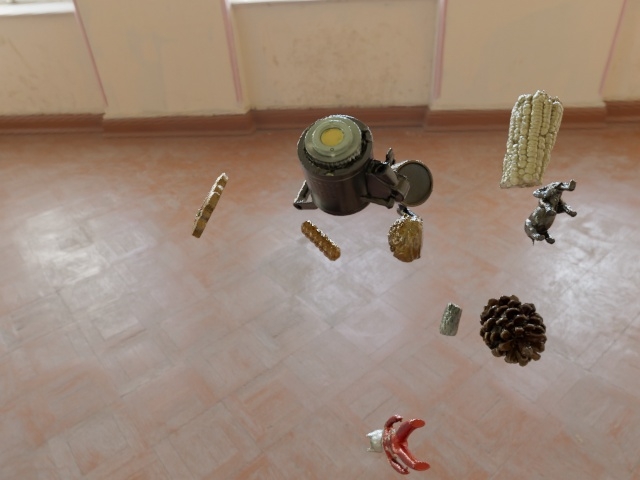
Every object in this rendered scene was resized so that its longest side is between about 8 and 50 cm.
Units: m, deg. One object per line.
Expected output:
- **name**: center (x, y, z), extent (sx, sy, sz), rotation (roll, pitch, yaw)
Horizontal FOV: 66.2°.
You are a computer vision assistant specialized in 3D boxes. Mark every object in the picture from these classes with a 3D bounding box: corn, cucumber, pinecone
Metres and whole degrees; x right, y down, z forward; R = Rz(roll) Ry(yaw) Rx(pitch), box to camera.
- **corn**: center (0.372, -0.167, 0.866), extent (0.087, 0.087, 0.210), rotation (11, 69, 20)
- **cucumber**: center (0.440, 0.265, 1.656), extent (0.064, 0.112, 0.064), rotation (12, 6, -1)
- **pinecone**: center (0.557, 0.269, 1.415), extent (0.186, 0.168, 0.212), rotation (12, 37, -9)

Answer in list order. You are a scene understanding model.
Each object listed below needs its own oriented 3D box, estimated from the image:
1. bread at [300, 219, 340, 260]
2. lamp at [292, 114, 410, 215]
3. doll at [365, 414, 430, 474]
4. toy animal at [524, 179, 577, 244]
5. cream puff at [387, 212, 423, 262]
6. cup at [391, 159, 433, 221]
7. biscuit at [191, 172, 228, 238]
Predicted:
- **bread**: center (0.000, 0.000, 1.472), extent (0.157, 0.052, 0.044), rotation (44, 47, 18)
- **lamp**: center (0.042, -0.211, 1.367), extent (0.374, 0.272, 0.205), rotation (8, 62, 36)
- **doll**: center (0.260, 0.699, 1.691), extent (0.099, 0.384, 0.188), rotation (5, 70, -16)
- **toy animal**: center (0.756, -0.100, 1.630), extent (0.115, 0.245, 0.146), rotation (31, 22, -10)
- **cream puff**: center (0.244, -0.004, 1.408), extent (0.103, 0.144, 0.126), rotation (2, 49, 15)
- **cup**: center (0.297, -0.173, 1.825), extent (0.166, 0.239, 0.177), rotation (1, 5, -19)
- **biscuit**: center (-0.345, -0.093, 1.480), extent (0.041, 0.239, 0.212), rotation (25, 70, -16)
